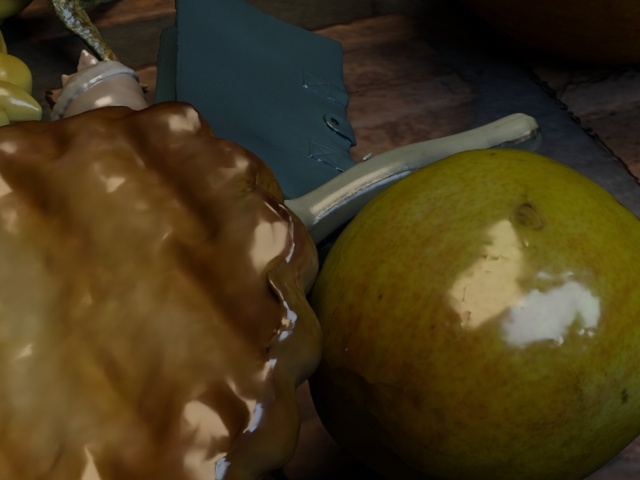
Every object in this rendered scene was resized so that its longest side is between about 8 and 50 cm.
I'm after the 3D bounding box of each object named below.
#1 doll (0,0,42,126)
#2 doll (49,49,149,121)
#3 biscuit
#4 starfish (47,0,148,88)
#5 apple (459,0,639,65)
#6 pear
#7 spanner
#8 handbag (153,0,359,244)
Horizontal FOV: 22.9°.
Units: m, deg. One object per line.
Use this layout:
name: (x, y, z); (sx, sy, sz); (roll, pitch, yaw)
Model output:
doll: (-0.261, -0.152, 1.158); (0.117, 0.086, 0.291); (-2, 36, -12)
doll: (-0.143, -0.083, 1.093); (0.084, 0.073, 0.127); (12, 37, -30)
biscuit: (-0.145, 0.075, 0.810); (0.325, 0.107, 0.326); (-12, 50, 14)
starfish: (-0.202, -0.194, 1.182); (0.217, 0.050, 0.223); (52, 26, -2)
apple: (0.231, -0.313, 1.129); (0.333, 0.400, 0.400); (45, 50, 3)
pear: (0.086, 0.050, 0.833); (0.200, 0.200, 0.200); (0, 39, 0)
spanner: (0.000, 0.000, 0.965); (0.325, 0.096, 0.040); (-20, 43, -24)
handbag: (-0.043, -0.086, 1.078); (0.144, 0.057, 0.221); (19, 34, -19)
